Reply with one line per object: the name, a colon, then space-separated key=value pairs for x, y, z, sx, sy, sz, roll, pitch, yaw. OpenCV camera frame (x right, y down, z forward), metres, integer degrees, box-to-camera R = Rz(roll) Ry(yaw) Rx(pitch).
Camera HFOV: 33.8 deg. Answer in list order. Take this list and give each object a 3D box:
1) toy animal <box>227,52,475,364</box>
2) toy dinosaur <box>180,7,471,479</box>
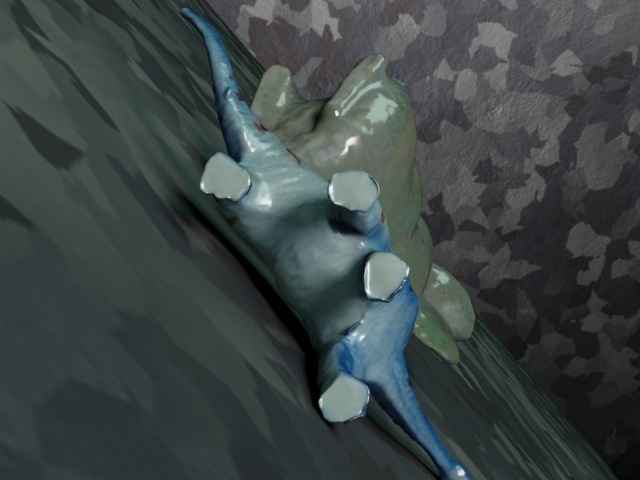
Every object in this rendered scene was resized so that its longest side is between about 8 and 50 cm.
toy animal: x=0.027 y=-0.001 z=0.725 sx=0.125 sy=0.127 sz=0.251 roll=38 pitch=-19 yaw=49
toy dinosaur: x=0.005 y=0.010 z=0.536 sx=0.329 sy=0.076 sz=0.144 roll=58 pitch=1 yaw=-1
